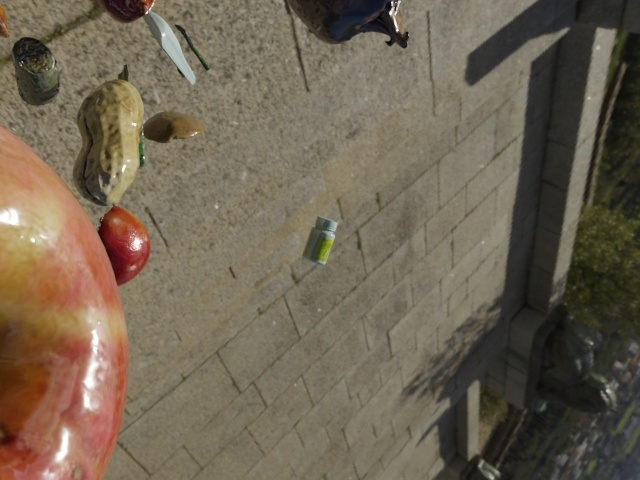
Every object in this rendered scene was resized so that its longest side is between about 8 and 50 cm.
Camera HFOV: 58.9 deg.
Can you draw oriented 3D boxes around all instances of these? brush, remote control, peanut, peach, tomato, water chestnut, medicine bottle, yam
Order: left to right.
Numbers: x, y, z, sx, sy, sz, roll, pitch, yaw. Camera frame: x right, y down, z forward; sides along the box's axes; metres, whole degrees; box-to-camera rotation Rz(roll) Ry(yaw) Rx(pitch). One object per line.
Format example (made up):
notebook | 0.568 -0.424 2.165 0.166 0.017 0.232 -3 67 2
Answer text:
yam | -0.683 -0.401 1.362 0.107 0.107 0.183 -38 -179 -25
peanut | -0.432 -0.206 1.163 0.130 0.130 0.291 26 55 -53
tomato | -0.491 -0.603 1.388 0.139 0.091 0.159 47 52 -34
peach | -0.234 0.012 0.664 0.098 0.061 0.098 -164 -90 -87
brush | -0.465 -0.301 1.396 0.048 0.283 0.054 2 158 -36
remote control | -0.422 -0.547 1.617 0.051 0.103 0.293 -34 171 -3
medicine bottle | 0.000 0.000 1.042 0.047 0.047 0.083 13 98 -52
water chestnut | 0.100 -0.601 1.335 0.335 0.347 0.335 -46 -176 4

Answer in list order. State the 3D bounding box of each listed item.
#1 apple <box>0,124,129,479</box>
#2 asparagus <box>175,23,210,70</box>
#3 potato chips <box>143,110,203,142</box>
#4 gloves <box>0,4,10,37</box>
apple | -0.309 0.079 0.327 0.363 0.363 0.364 -28 134 -34
asparagus | -0.310 -0.471 1.381 0.016 0.016 0.163 -29 152 3
potato chips | -0.442 -0.339 1.656 0.208 0.195 0.062 -56 149 -61
gloves | -0.331 -0.265 0.475 0.131 0.218 0.140 -1 109 -73
